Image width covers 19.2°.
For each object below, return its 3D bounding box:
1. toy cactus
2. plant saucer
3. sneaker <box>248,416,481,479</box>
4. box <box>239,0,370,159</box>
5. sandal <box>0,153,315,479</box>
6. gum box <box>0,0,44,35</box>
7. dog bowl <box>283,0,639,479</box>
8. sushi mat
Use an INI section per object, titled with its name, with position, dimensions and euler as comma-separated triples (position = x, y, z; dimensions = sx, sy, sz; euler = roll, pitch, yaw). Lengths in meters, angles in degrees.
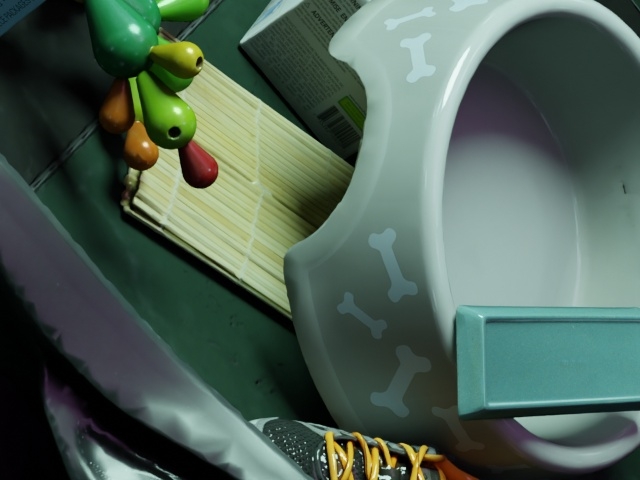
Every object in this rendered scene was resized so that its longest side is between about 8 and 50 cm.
[toy cactus]
position = -0.115, -0.145, 1.099
dimensions = 0.180, 0.112, 0.219
euler = 48, 25, -44
[plant saucer]
position = 0.148, 0.073, 1.150
dimensions = 0.192, 0.018, 0.067
euler = 3, 84, -46
[sneaker]
position = 0.031, 0.146, 1.111
dimensions = 0.215, 0.083, 0.084
euler = 23, 49, -39
[box]
position = 0.044, -0.167, 1.351
dimensions = 0.114, 0.103, 0.203
euler = 50, 35, -14
[sandal]
position = -0.109, 0.117, 0.924
dimensions = 0.446, 0.167, 0.107
euler = 47, 60, -5
[gum box]
position = -0.217, -0.186, 0.986
dimensions = 0.184, 0.157, 0.041
euler = 42, 38, -24
[dog bowl]
position = 0.129, -0.004, 1.224
dimensions = 0.349, 0.102, 0.349
euler = 5, 83, -48
[sushi mat]
position = 0.000, 0.000, 1.240
dimensions = 0.316, 0.019, 0.151
euler = 35, 41, -31
